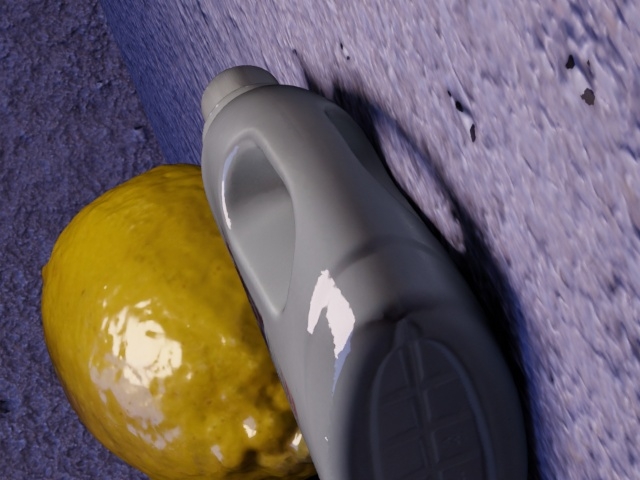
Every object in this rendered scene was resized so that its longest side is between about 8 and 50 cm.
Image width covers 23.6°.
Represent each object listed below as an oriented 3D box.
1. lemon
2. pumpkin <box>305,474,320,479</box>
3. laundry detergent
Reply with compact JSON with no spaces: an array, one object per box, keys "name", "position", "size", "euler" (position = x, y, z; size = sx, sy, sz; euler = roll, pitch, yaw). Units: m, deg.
[{"name":"lemon","position":[-0.085,0.074,1.274],"size":[0.316,0.285,0.285],"euler":[5,129,31]},{"name":"pumpkin","position":[-0.004,0.328,1.432],"size":[0.363,0.266,0.363],"euler":[159,90,-88]},{"name":"laundry detergent","position":[0.000,0.000,1.014],"size":[0.397,0.125,0.264],"euler":[-117,7,-46]}]
